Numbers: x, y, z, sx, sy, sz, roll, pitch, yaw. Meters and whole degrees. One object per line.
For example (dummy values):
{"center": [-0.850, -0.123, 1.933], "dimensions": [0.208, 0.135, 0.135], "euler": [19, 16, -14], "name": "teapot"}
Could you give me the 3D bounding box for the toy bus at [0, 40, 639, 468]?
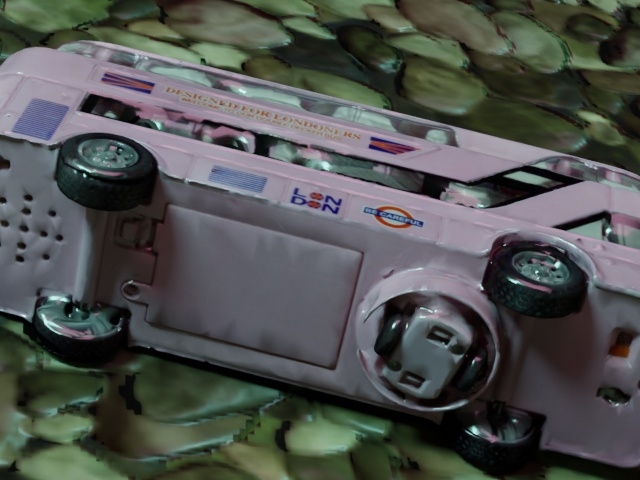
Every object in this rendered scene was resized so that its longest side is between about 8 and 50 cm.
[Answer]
{"center": [0.000, 0.000, 0.511], "dimensions": [0.203, 0.063, 0.090], "euler": [15, 30, 2], "name": "toy bus"}
